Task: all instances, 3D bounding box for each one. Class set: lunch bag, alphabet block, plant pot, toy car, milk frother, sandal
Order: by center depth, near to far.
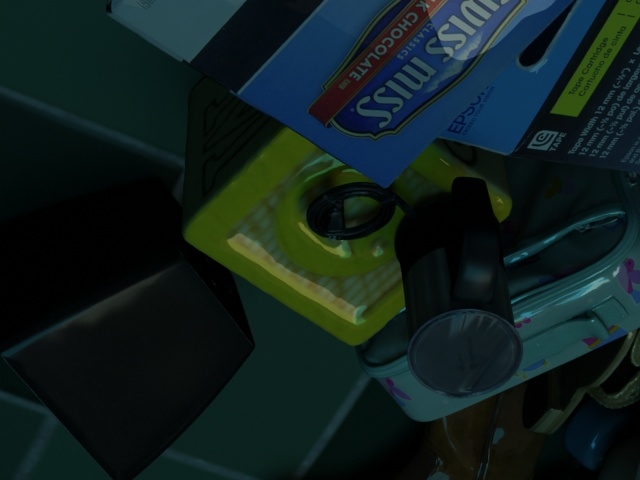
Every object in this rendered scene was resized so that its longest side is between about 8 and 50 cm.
[{"bbox_3d":[0.067,0.028,1.302,0.143,0.135,0.129,-9,126,5],"label":"milk frother"},{"bbox_3d":[0.017,-0.073,1.432,0.192,0.197,0.193,33,120,-23],"label":"alphabet block"},{"bbox_3d":[0.157,0.018,1.489,0.279,0.224,0.108,-29,123,20],"label":"lunch bag"},{"bbox_3d":[-0.164,0.063,1.549,0.167,0.187,0.188,-31,123,6],"label":"plant pot"},{"bbox_3d":[0.257,0.109,1.563,0.079,0.088,0.240,13,150,-12],"label":"sandal"},{"bbox_3d":[0.372,0.265,1.735,0.238,0.219,0.210,-9,127,-38],"label":"toy car"}]

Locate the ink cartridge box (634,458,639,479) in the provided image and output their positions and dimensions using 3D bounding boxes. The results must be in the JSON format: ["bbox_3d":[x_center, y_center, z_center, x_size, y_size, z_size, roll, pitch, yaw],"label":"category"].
[{"bbox_3d":[0.429,0.183,1.494,0.285,0.166,0.395,17,85,-27],"label":"ink cartridge box"}]

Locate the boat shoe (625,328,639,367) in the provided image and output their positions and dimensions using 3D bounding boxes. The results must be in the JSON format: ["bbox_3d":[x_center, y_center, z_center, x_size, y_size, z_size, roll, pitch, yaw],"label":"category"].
[{"bbox_3d":[0.400,0.147,1.664,0.342,0.123,0.123,19,123,-23],"label":"boat shoe"}]

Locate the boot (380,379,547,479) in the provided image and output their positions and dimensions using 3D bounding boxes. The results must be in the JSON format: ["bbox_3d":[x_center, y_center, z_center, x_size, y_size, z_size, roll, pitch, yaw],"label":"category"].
[{"bbox_3d":[0.097,0.199,1.705,0.264,0.096,0.280,7,126,-7],"label":"boot"}]

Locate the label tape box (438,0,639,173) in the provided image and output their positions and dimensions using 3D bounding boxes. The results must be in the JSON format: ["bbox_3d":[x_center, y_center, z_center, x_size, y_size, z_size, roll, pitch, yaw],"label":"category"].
[{"bbox_3d":[0.262,-0.177,1.355,0.347,0.115,0.249,7,130,-28],"label":"label tape box"}]

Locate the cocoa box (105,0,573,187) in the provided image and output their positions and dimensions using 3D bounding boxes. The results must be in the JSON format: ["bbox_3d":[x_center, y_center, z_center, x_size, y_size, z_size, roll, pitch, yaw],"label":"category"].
[{"bbox_3d":[0.022,-0.254,1.201,0.228,0.347,0.231,32,120,-24],"label":"cocoa box"}]
